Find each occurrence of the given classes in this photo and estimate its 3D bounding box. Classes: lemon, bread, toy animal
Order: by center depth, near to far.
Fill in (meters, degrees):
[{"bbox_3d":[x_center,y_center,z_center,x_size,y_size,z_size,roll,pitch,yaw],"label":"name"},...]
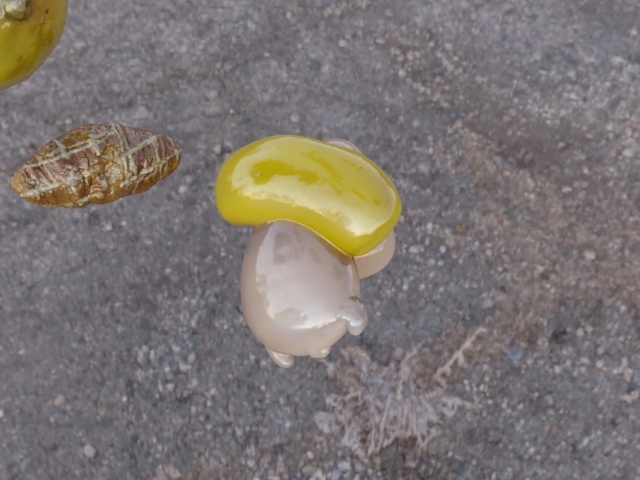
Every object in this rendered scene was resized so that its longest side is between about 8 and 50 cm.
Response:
[{"bbox_3d":[-0.405,-0.278,0.973,0.263,0.236,0.236,-3,45,26],"label":"lemon"},{"bbox_3d":[-0.272,-0.099,1.101,0.233,0.105,0.076,-17,14,-35],"label":"bread"},{"bbox_3d":[0.020,-0.002,1.314,0.277,0.247,0.345,-17,79,23],"label":"toy animal"}]
